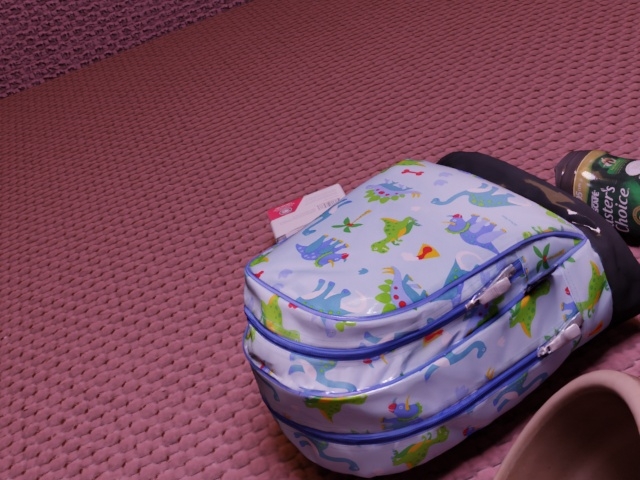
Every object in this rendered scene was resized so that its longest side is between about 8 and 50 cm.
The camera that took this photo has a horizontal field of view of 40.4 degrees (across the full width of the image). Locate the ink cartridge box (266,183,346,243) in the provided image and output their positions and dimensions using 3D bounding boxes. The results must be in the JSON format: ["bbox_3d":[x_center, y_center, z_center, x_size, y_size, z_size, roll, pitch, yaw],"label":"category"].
[{"bbox_3d":[0.000,0.000,1.132,0.109,0.063,0.150,-20,32,-2],"label":"ink cartridge box"}]

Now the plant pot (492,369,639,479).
[{"bbox_3d":[0.213,0.237,0.481,0.229,0.263,0.263,25,40,-1],"label":"plant pot"}]

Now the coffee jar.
[{"bbox_3d":[0.358,-0.048,0.986,0.184,0.096,0.079,13,41,41],"label":"coffee jar"}]

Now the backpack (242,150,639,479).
[{"bbox_3d":[0.092,0.062,0.849,0.355,0.273,0.290,-42,44,-13],"label":"backpack"}]
